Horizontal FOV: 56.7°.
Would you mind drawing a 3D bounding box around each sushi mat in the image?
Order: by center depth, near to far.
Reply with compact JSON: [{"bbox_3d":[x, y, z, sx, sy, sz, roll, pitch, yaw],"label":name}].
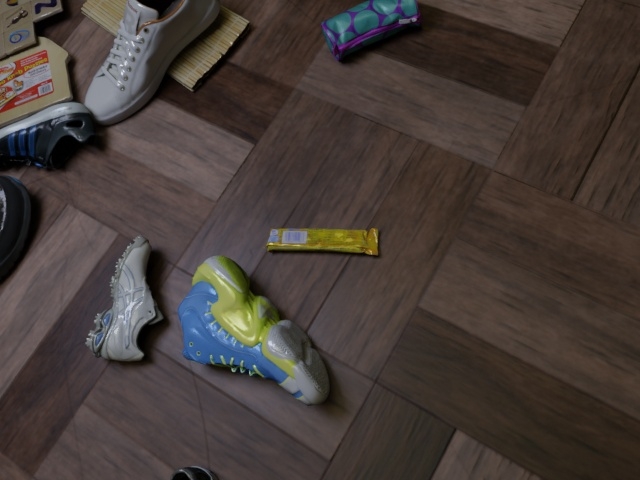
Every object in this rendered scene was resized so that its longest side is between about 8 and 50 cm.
[{"bbox_3d":[-0.274,-0.385,1.028,0.316,0.019,0.151,37,81,22],"label":"sushi mat"}]

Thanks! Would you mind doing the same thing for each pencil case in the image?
[{"bbox_3d":[0.079,-0.333,0.912,0.152,0.064,0.070,-23,50,2],"label":"pencil case"}]

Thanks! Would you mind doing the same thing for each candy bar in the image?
[{"bbox_3d":[0.000,0.000,0.820,0.161,0.018,0.040,1,65,12],"label":"candy bar"}]

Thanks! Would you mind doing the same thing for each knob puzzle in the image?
[{"bbox_3d":[-0.521,-0.280,1.030,0.213,0.030,0.213,-4,65,9],"label":"knob puzzle"}]

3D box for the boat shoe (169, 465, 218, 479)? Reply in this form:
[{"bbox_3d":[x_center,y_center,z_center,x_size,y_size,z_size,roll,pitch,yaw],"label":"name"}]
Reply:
[{"bbox_3d":[-0.155,0.374,0.674,0.078,0.070,0.219,-9,67,8],"label":"boat shoe"}]

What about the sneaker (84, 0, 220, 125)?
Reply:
[{"bbox_3d":[-0.293,-0.316,0.933,0.106,0.123,0.290,43,95,20],"label":"sneaker"}]

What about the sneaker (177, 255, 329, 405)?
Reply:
[{"bbox_3d":[-0.096,0.138,0.761,0.126,0.091,0.240,-47,67,11],"label":"sneaker"}]

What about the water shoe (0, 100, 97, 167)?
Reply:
[{"bbox_3d":[-0.451,-0.147,0.939,0.203,0.073,0.080,-25,85,12],"label":"water shoe"}]

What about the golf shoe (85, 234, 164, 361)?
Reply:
[{"bbox_3d":[-0.254,0.083,0.825,0.086,0.069,0.176,16,74,-4],"label":"golf shoe"}]

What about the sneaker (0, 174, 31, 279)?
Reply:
[{"bbox_3d":[-0.561,0.036,0.854,0.125,0.139,0.341,29,75,22],"label":"sneaker"}]

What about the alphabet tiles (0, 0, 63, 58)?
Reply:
[{"bbox_3d":[-0.641,-0.412,1.101,0.342,0.011,0.285,-23,60,2],"label":"alphabet tiles"}]
